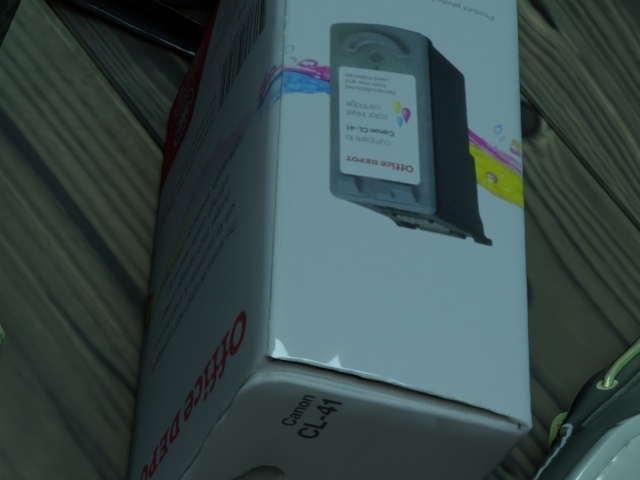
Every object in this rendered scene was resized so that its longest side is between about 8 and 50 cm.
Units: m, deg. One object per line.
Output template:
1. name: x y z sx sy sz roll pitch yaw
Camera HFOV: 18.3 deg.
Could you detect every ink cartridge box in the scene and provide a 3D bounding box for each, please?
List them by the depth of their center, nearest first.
1. ink cartridge box: 0.000 0.000 0.966 0.131 0.226 0.306 13 53 -16

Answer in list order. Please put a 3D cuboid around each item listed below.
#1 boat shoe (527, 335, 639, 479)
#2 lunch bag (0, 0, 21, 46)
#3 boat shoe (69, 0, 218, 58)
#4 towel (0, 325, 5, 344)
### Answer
1. boat shoe: 0.180 0.113 1.060 0.305 0.091 0.109 -36 113 -37
2. lunch bag: -0.279 -0.106 0.822 0.256 0.305 0.212 26 10 2
3. boat shoe: -0.050 -0.122 1.131 0.228 0.080 0.076 29 55 -2
4. towel: -0.236 0.027 0.962 0.148 0.027 0.110 39 48 7
